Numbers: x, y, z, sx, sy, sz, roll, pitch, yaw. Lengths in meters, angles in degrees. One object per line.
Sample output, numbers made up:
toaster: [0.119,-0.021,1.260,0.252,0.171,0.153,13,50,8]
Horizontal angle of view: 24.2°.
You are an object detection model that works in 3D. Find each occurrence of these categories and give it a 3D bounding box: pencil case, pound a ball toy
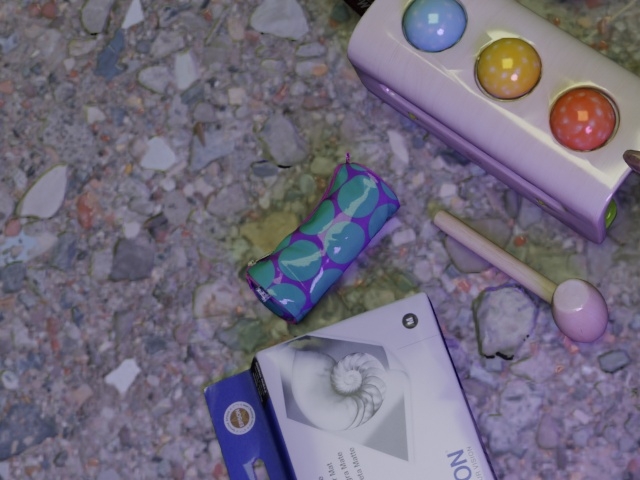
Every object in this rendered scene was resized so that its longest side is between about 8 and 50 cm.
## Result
pencil case: [0.000,0.000,1.330,0.070,0.064,0.151,42,85,1]
pound a ball toy: [0.161,-0.088,1.284,0.319,0.136,0.208,37,84,20]

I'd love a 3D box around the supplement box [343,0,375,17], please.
supplement box: [0.106,-0.323,1.374,0.239,0.073,0.130,-31,66,17]

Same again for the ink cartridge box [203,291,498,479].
ink cartridge box: [0.025,0.182,1.279,0.224,0.045,0.223,-22,70,6]

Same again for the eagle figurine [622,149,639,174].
eagle figurine: [0.380,-0.026,1.141,0.225,0.298,0.226,-21,96,31]
